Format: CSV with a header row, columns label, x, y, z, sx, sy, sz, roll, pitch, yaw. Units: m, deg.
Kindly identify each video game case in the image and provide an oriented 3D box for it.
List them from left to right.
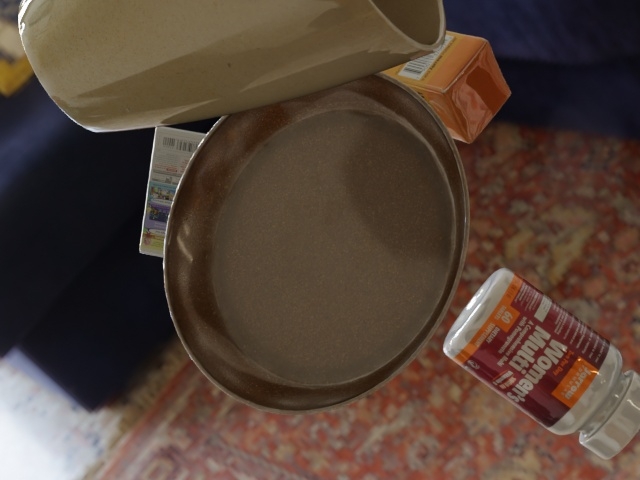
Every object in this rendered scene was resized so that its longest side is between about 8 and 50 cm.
label,x,y,z,sx,sy,sz,roll,pitch,yaw
video game case,-0.158,-0.058,2.294,0.212,0.023,0.193,11,98,19

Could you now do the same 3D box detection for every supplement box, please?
label,x,y,z,sx,sy,sz,roll,pitch,yaw
supplement box,0.066,-0.167,1.515,0.233,0.078,0.080,22,65,43

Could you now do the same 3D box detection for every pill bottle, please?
label,x,y,z,sx,sy,sz,roll,pitch,yaw
pill bottle,0.256,0.139,1.727,0.121,0.221,0.121,-54,0,0

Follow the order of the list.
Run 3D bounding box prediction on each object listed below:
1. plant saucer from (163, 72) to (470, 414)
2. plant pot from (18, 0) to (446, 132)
label,x,y,z,sx,sy,sz,roll,pitch,yaw
plant saucer,0.000,0.000,1.362,0.310,0.050,0.311,-8,75,31
plant pot,-0.085,-0.197,1.188,0.274,0.256,0.256,-26,35,22
